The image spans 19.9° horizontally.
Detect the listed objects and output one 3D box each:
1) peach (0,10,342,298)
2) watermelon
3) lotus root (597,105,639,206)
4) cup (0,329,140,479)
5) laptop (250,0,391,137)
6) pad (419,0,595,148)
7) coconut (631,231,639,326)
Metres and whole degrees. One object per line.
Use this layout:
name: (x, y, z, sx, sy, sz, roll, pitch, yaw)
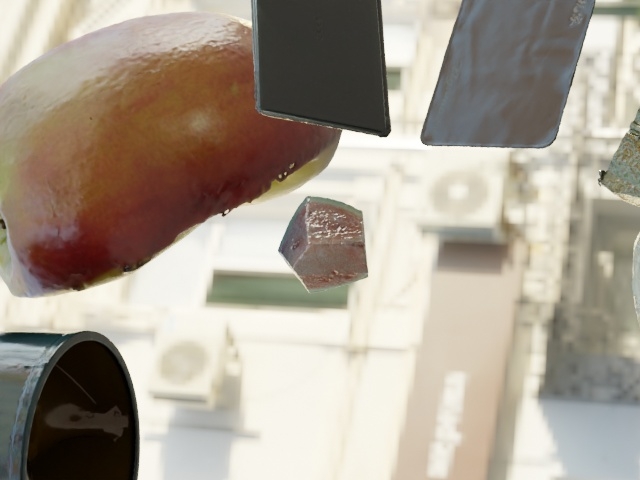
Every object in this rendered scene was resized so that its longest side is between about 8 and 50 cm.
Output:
peach: (-0.179, -0.112, 1.916, 0.380, 0.306, 0.242, -24, -81, -27)
watermelon: (0.005, -0.001, 1.718, 0.072, 0.084, 0.092, 128, 124, -77)
lotus root: (0.339, -0.074, 1.628, 0.070, 0.144, 0.143, 27, -80, -47)
cup: (-0.345, 0.213, 1.776, 0.308, 0.292, 0.242, 50, -135, -63)
laptop: (-0.001, -0.177, 1.539, 0.016, 0.129, 0.180, -39, 49, 54)
pad: (0.128, -0.132, 1.195, 0.003, 0.112, 0.157, 32, -111, -44)
coconut: (0.281, 0.025, 1.200, 0.161, 0.162, 0.161, -8, -78, -45)
